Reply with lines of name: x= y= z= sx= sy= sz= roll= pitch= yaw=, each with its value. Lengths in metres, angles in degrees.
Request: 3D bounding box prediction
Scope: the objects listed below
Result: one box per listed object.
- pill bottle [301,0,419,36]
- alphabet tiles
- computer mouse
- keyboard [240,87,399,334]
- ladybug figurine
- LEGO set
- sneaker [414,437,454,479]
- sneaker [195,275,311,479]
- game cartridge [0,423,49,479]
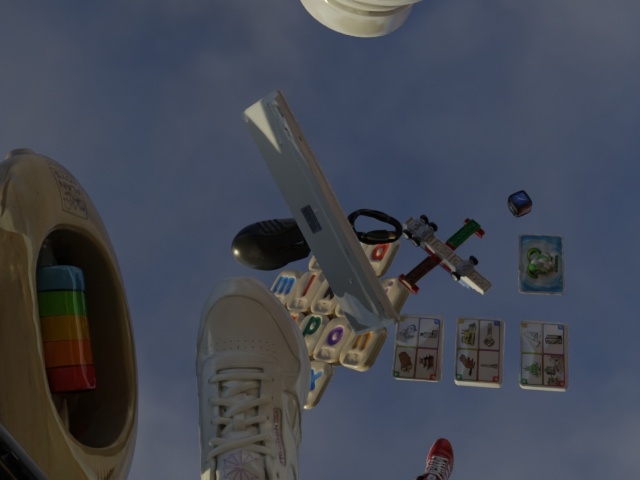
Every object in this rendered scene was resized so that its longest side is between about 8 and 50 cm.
pill bottle: x=0.047 y=-0.229 z=0.650 sx=0.117 sy=0.117 sz=0.215 roll=-8 pitch=-31 yaw=-20
alphabet tiles: x=0.003 y=0.110 z=1.509 sx=0.021 sy=0.284 sz=0.278 roll=40 pitch=-113 yaw=-32
computer mouse: x=0.000 y=0.000 z=1.408 sx=0.242 sy=0.041 sz=0.071 roll=-9 pitch=-66 yaw=-16
keyboard: x=-0.002 y=-0.025 z=1.043 sx=0.014 sy=0.072 sz=0.256 roll=-29 pitch=-87 yaw=-33
ladybug figurine: x=-0.342 y=0.113 z=1.225 sx=0.162 sy=0.449 sz=0.305 roll=-13 pitch=-15 yaw=17
LEGO set: x=0.176 y=0.054 z=1.156 sx=0.182 sy=0.244 sz=0.060 roll=2 pitch=-31 yaw=7
sneaker: x=0.166 y=0.336 z=1.531 sx=0.067 sy=0.042 sz=0.118 roll=70 pitch=-146 yaw=-59
sneaker: x=-0.061 y=0.186 z=1.015 sx=0.114 sy=0.152 sz=0.305 roll=-5 pitch=-90 yaw=0
game cartridge: x=-0.351 y=0.203 z=0.984 sx=0.294 sy=0.196 sz=0.060 roll=48 pitch=-134 yaw=2
